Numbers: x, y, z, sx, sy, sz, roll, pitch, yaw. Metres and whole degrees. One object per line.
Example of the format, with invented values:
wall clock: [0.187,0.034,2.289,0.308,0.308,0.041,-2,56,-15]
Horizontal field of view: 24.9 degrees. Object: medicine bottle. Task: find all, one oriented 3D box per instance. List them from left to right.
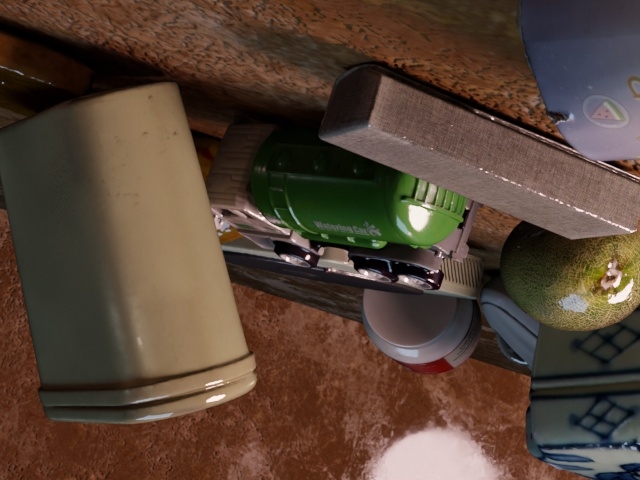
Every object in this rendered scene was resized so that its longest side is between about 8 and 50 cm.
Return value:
medicine bottle: [0.121,0.087,1.721,0.131,0.131,0.250,16,173,12]

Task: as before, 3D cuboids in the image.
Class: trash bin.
trash bin: [-0.164,0.013,1.157,0.121,0.247,0.243,-13,-179,-33]

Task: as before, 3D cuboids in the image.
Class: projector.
projector: [0.000,0.000,1.490,0.259,0.079,0.257,8,176,38]

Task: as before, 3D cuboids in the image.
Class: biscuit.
biscuit: [-0.301,-0.153,1.194,0.302,0.043,0.278,11,171,26]

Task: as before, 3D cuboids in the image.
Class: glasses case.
glasses case: [0.105,-0.054,0.923,0.205,0.047,0.071,21,169,-23]

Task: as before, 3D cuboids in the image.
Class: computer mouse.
computer mouse: [0.317,0.133,1.653,0.297,0.121,0.184,16,175,4]

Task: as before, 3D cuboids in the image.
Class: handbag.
handbag: [0.146,-0.069,0.480,0.173,0.095,0.117,7,164,46]

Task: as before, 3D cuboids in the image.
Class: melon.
melon: [0.188,0.018,1.091,0.099,0.099,0.162,19,179,-13]

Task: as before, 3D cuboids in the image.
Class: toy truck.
toy truck: [0.015,-0.036,1.102,0.243,0.101,0.125,7,164,46]

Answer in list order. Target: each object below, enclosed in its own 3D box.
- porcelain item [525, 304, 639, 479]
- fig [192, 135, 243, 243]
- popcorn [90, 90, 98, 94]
porcelain item: [0.361,0.163,1.392,0.286,0.157,0.281,22,158,-38]
fig: [-0.097,-0.042,1.335,0.109,0.103,0.155,-8,-157,-44]
popcorn: [-0.203,-0.083,1.300,0.109,0.097,0.089,43,-163,22]
